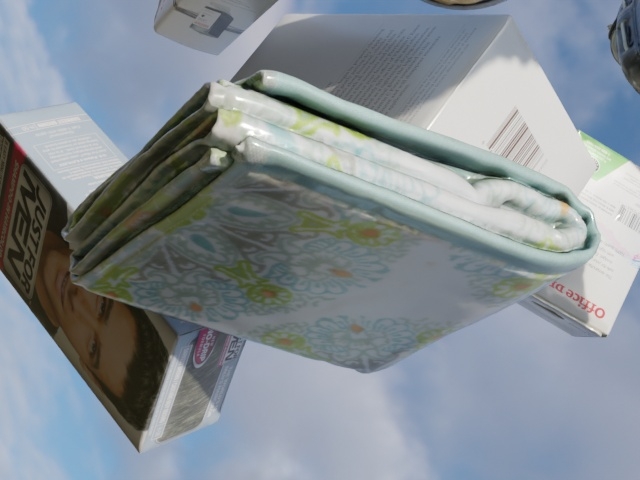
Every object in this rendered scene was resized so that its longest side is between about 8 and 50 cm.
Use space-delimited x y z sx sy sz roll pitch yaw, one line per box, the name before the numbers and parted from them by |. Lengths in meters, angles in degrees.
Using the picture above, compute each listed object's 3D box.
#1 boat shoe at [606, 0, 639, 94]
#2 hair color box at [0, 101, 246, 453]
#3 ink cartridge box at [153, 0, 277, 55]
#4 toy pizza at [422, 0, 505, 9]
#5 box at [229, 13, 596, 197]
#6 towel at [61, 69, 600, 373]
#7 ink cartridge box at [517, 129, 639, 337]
boat shoe | 0.374 -0.246 1.317 0.119 0.335 0.121 -41 -86 24
hair color box | -0.240 0.032 1.314 0.374 0.113 0.185 45 -47 28
ink cartridge box | -0.101 -0.317 1.302 0.218 0.092 0.159 -17 -124 64
toy pizza | 0.132 -0.303 1.029 0.032 0.201 0.201 -131 -154 -71
box | 0.076 -0.107 1.246 0.345 0.168 0.215 13 -31 50
towel | 0.000 0.000 1.017 0.320 0.374 0.090 -32 -134 49
ink cartridge box | 0.320 -0.005 1.464 0.154 0.212 0.093 29 -12 -10
